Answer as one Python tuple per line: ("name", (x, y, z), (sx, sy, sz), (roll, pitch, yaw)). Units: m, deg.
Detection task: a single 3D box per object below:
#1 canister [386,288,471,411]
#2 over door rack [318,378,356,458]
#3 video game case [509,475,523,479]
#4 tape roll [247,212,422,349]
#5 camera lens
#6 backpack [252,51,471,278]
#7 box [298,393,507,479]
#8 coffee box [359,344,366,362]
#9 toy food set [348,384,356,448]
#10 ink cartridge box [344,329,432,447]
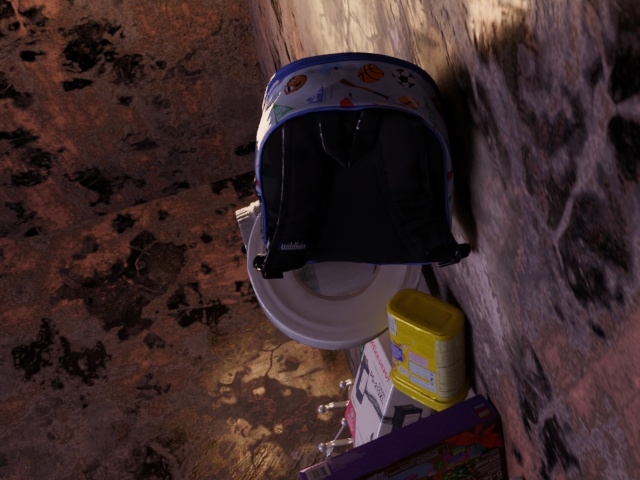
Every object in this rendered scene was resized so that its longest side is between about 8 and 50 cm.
("canister", (0.163, 0.166, 1.186), (0.126, 0.073, 0.170), (24, 140, 34))
("over door rack", (0.043, 0.521, 1.863), (0.240, 0.108, 0.324), (-92, 9, -48))
("video game case", (0.306, 0.443, 1.049), (0.190, 0.022, 0.173), (-115, 9, -52))
("tape roll", (0.024, 0.035, 1.283), (0.100, 0.286, 0.286), (95, 158, -75))
("camera lens", (0.000, 0.000, 1.458), (0.219, 0.274, 0.220), (163, 90, -85))
("backpack", (0.042, -0.098, 0.935), (0.263, 0.276, 0.213), (86, 180, -56))
("box", (0.131, 0.365, 1.140), (0.057, 0.293, 0.201), (-126, 18, -56))
("coffee box", (0.121, 0.303, 1.911), (0.113, 0.040, 0.184), (-141, 48, -85))
("toy food set", (0.157, 0.556, 2.132), (0.306, 0.092, 0.220), (55, -158, -47))
("ink cartridge box", (0.136, 0.303, 1.508), (0.172, 0.100, 0.237), (-115, 34, -58))
